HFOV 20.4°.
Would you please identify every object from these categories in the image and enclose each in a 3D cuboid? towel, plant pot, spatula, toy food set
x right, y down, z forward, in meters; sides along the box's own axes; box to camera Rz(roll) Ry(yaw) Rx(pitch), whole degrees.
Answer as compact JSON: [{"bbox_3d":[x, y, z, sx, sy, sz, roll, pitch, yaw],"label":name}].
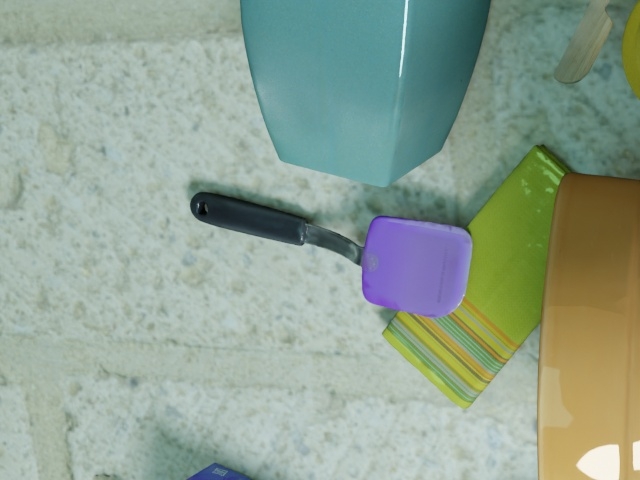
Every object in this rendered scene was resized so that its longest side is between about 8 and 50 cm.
[{"bbox_3d":[0.153,0.034,1.515,0.102,0.021,0.237,43,121,10],"label":"towel"},{"bbox_3d":[0.277,0.098,1.318,0.203,0.291,0.291,3,105,14],"label":"plant pot"},{"bbox_3d":[0.000,0.000,1.581,0.296,0.030,0.084,16,106,35],"label":"spatula"},{"bbox_3d":[0.304,-0.140,1.352,0.218,0.071,0.128,19,89,23],"label":"toy food set"},{"bbox_3d":[0.039,-0.175,1.445,0.165,0.165,0.234,15,118,27],"label":"plant pot"}]

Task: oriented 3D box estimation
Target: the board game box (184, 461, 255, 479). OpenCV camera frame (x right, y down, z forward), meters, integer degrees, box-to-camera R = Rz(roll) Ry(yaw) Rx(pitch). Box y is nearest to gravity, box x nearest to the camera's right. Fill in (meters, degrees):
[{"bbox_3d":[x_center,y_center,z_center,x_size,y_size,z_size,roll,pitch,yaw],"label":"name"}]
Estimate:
[{"bbox_3d":[0.004,0.386,1.666,0.347,0.078,0.233,22,114,25],"label":"board game box"}]
